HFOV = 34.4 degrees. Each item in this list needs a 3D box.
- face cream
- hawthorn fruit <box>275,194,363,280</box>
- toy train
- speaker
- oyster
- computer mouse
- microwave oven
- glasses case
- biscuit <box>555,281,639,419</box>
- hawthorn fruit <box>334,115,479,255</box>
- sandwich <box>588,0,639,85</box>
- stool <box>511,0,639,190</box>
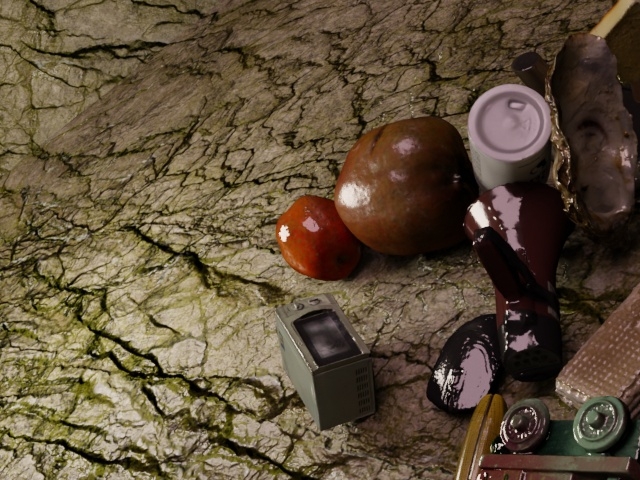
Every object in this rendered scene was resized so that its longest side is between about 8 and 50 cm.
[{"bbox_3d":[0.351,-0.144,1.886,0.145,0.370,0.145,-4,73,12],"label":"face cream"},{"bbox_3d":[0.000,0.000,2.129,0.189,0.189,0.189,-22,38,19],"label":"hawthorn fruit"},{"bbox_3d":[0.355,0.340,1.447,0.304,0.150,0.222,-14,47,50],"label":"toy train"},{"bbox_3d":[0.342,0.040,1.704,0.198,0.259,0.330,1,40,4],"label":"speaker"},{"bbox_3d":[0.425,-0.131,1.688,0.111,0.396,0.204,3,24,46],"label":"oyster"},{"bbox_3d":[0.263,0.201,1.764,0.122,0.073,0.217,3,53,41],"label":"computer mouse"},{"bbox_3d":[0.014,0.215,1.877,0.129,0.163,0.205,-17,35,-13],"label":"microwave oven"},{"bbox_3d":[0.249,0.347,1.608,0.064,0.079,0.234,1,50,28],"label":"glasses case"},{"bbox_3d":[0.547,0.114,1.620,0.426,0.078,0.144,-45,35,-12],"label":"biscuit"},{"bbox_3d":[0.156,-0.097,2.024,0.300,0.268,0.268,-13,42,38],"label":"hawthorn fruit"},{"bbox_3d":[0.544,-0.319,1.720,0.162,0.193,0.058,126,156,-43],"label":"sandwich"},{"bbox_3d":[0.548,-0.264,1.914,0.310,0.226,0.310,-29,37,8],"label":"stool"}]
